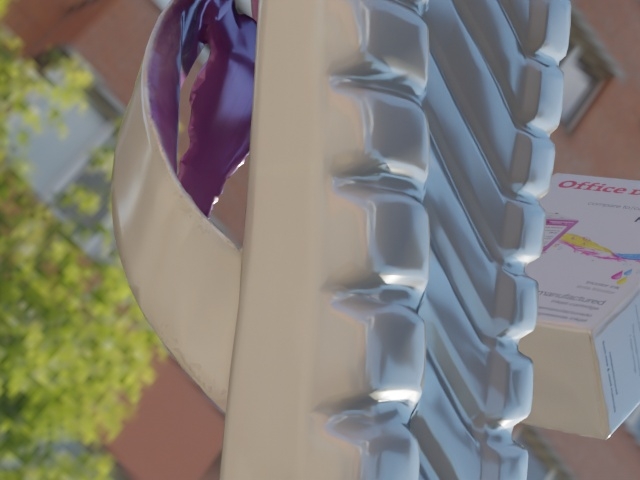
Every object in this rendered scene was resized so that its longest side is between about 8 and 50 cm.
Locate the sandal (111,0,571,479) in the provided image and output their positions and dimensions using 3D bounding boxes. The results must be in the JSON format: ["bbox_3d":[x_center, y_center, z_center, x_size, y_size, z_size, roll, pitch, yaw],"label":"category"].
[{"bbox_3d":[-0.006,-0.006,0.532,0.102,0.416,0.169,-3,-22,23],"label":"sandal"}]

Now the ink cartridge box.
[{"bbox_3d":[0.106,0.022,0.804,0.088,0.122,0.052,8,-59,37],"label":"ink cartridge box"}]
